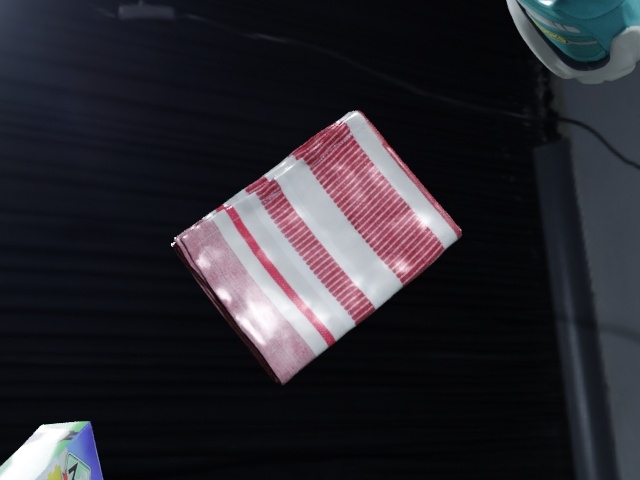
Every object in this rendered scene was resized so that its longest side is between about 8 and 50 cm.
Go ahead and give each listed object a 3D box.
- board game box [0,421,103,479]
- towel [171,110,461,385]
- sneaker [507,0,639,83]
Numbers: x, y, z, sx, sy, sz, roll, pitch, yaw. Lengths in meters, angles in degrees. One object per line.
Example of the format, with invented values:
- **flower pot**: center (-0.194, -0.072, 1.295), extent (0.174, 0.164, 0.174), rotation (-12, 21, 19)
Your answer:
- **board game box**: center (-0.185, 0.315, 0.621), extent (0.213, 0.046, 0.317), rotation (-57, -42, -75)
- **towel**: center (0.000, 0.000, 1.201), extent (0.237, 0.329, 0.037), rotation (51, 165, 5)
- **sneaker**: center (0.113, -0.219, 0.523), extent (0.107, 0.110, 0.275), rotation (-36, 67, 18)
